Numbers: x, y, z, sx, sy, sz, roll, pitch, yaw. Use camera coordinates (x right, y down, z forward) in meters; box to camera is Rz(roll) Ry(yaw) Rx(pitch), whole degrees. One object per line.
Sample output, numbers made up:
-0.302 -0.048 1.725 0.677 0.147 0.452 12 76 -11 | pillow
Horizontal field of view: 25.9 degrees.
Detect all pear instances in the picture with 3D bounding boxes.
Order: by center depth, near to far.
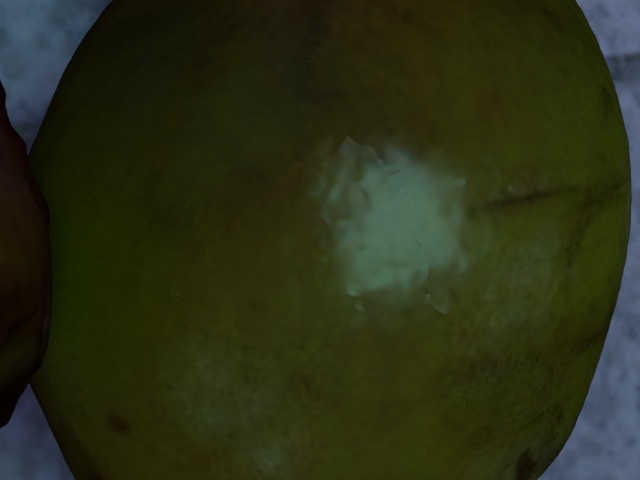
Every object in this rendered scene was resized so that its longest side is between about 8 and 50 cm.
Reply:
0.000 0.000 0.599 0.269 0.269 0.321 13 71 -17 | pear

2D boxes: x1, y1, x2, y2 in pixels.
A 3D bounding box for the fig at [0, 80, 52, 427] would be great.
-0.290 0.002 0.461 0.368 0.286 0.286 -16 90 13 | fig
